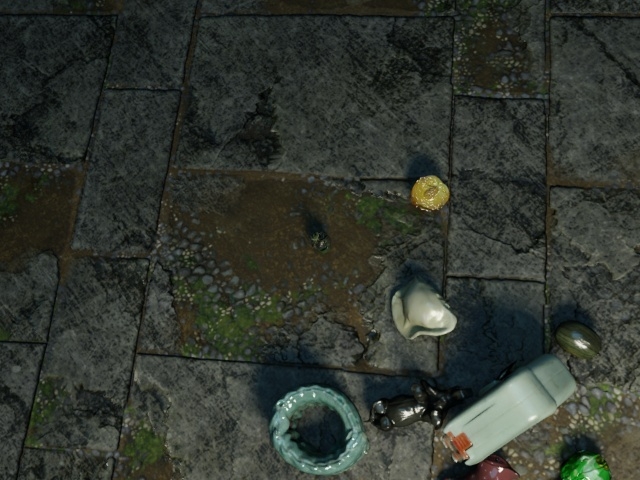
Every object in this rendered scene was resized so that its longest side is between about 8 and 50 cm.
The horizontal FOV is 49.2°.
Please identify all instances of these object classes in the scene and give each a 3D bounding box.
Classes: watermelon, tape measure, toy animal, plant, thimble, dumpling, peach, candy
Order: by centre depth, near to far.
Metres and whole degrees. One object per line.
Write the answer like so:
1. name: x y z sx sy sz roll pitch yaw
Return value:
1. tape measure: 0.403 0.348 1.494 0.246 0.243 0.125 -20 67 -45
2. candy: 0.483 0.571 1.502 0.323 0.097 0.097 -39 71 3
3. toy animal: 0.217 0.364 1.562 0.245 0.146 0.115 -5 72 9
4. thimble: 0.002 0.424 1.573 0.235 0.143 0.198 20 76 12
5. watermelon: 0.588 0.226 1.591 0.110 0.078 0.078 30 78 10
6. dumpling: 0.234 0.173 1.650 0.134 0.100 0.169 -46 69 7
7. plant: 0.000 0.000 1.735 0.051 0.102 0.051 -2 74 8
8. peach: 0.274 -0.117 1.759 0.098 0.061 0.098 1 95 8

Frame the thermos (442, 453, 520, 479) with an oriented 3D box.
1. thermos: 0.303 0.608 1.498 0.109 0.136 0.330 36 77 -19
